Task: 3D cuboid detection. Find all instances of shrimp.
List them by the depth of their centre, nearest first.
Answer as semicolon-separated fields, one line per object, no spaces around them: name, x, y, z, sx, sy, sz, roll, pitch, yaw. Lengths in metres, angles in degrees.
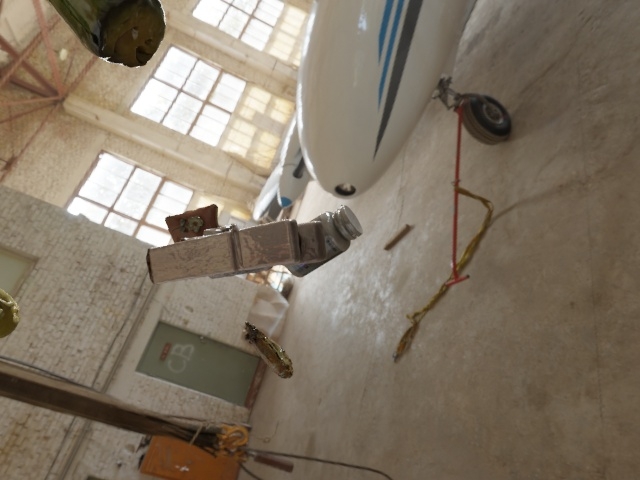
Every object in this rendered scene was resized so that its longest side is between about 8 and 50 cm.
shrimp;-0.127;0.266;1.006;0.043;0.184;0.091;-34;24;12

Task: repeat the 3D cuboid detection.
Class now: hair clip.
hair clip;-0.148;0.016;0.670;0.330;0.101;0.085;-10;85;35

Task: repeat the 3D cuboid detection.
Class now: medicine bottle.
medicine bottle;0.000;0.000;0.978;0.191;0.107;0.107;-33;25;19

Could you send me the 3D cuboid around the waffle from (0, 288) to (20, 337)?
waffle;-0.340;0.029;0.207;0.065;0.309;0.284;-139;48;-67

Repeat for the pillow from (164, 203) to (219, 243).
pillow;-0.364;-0.004;1.210;0.075;0.171;0.179;-21;-82;-77

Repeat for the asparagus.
asparagus;-0.207;-0.231;0.264;0.067;0.278;0.060;-45;3;-33
